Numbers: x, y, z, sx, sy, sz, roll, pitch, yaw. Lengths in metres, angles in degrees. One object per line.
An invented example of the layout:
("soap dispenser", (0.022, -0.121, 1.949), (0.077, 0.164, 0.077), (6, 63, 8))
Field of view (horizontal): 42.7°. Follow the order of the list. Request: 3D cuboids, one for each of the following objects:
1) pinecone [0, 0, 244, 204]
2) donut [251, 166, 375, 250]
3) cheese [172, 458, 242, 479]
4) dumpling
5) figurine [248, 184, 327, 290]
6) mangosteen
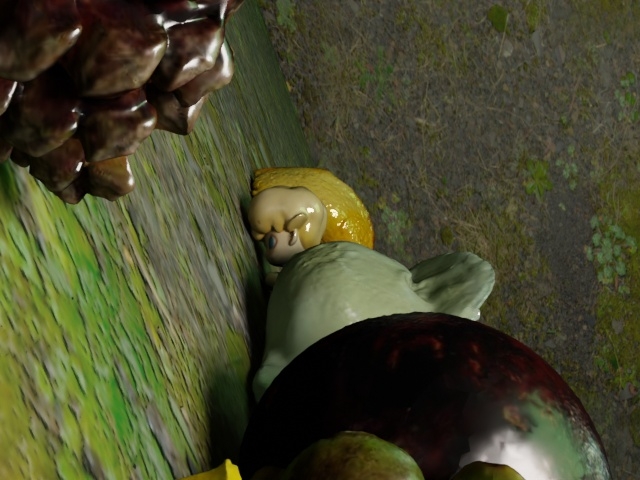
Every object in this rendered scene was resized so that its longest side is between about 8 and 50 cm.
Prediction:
("pinecone", (-0.117, -0.115, 0.376), (0.184, 0.179, 0.204), (-72, 157, -54))
("donut", (0.002, -0.006, 1.251), (0.101, 0.152, 0.259), (-65, 135, -71))
("cheese", (-0.062, 0.188, 0.301), (0.171, 0.093, 0.126), (-89, 161, -73))
("dumpling", (0.036, 0.097, 0.918), (0.212, 0.270, 0.321), (24, 42, -17))
("figurine", (-0.044, 0.023, 1.087), (0.114, 0.108, 0.196), (19, 70, -70))
("mangosteen", (0.067, 0.199, 0.608), (0.311, 0.311, 0.311), (-18, 90, -84))
